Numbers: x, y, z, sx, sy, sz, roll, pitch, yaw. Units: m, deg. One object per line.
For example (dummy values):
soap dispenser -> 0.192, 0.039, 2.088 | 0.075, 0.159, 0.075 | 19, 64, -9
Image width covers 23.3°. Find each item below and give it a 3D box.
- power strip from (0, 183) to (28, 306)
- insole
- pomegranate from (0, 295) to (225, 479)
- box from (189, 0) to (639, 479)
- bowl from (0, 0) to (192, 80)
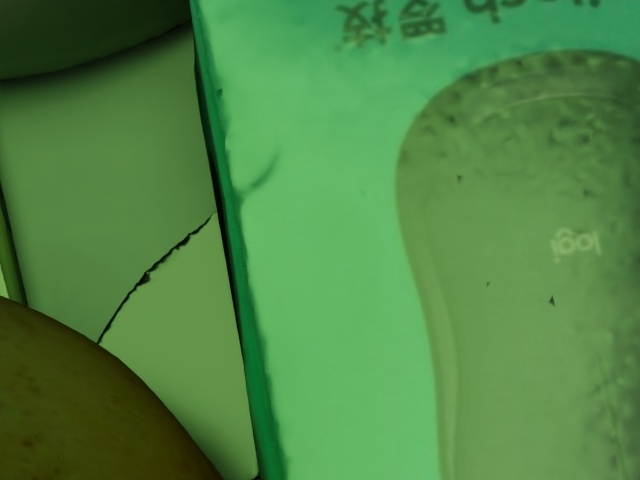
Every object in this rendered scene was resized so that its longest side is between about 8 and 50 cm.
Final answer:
power strip -> -0.150, 0.004, 0.564 | 0.076, 0.028, 0.169 | -15, 79, -4
insole -> 0.000, 0.000, 0.578 | 0.086, 0.005, 0.253 | 38, 82, 6
pomegranate -> -0.132, 0.130, 0.415 | 0.264, 0.264, 0.264 | 0, 79, 0
box -> 0.078, 0.049, 0.508 | 0.205, 0.118, 0.311 | -10, 80, -1
bowl -> -0.128, -0.246, 0.510 | 0.353, 0.185, 0.354 | 2, 77, -9
